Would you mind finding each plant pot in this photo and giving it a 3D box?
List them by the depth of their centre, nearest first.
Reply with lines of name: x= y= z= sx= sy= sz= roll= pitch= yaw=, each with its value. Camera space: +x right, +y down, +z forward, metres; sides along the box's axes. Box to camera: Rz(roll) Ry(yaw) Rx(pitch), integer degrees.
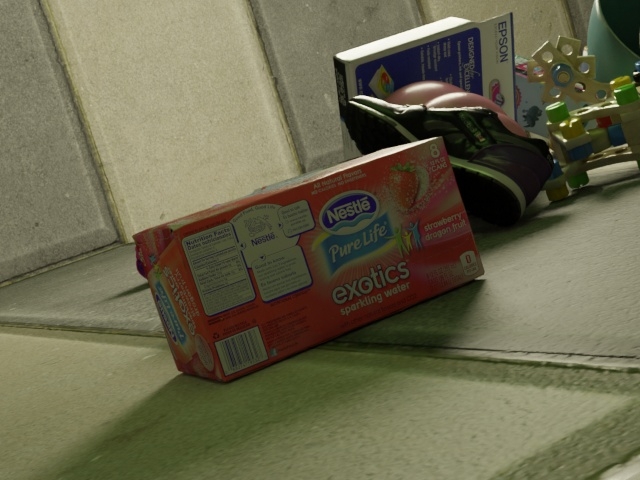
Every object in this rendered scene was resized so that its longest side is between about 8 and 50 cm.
plant pot: x=0.552 y=-0.283 z=1.833 sx=0.290 sy=0.290 sz=0.195 roll=-20 pitch=-30 yaw=-26

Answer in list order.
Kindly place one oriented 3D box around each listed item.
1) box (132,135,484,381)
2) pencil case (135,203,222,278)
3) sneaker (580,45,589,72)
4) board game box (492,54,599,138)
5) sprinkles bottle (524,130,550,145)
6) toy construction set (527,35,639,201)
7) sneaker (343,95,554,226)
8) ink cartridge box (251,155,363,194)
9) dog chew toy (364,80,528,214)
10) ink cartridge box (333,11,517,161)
box: x=-0.012 y=0.013 z=1.126 sx=0.300 sy=0.154 sz=0.142 roll=-21 pitch=7 yaw=-24
pencil case: x=-0.248 y=0.002 z=2.159 sx=0.104 sy=0.104 sz=0.236 roll=-13 pitch=7 yaw=39
sneaker: x=0.677 y=-0.306 z=2.398 sx=0.282 sy=0.153 sz=0.099 roll=20 pitch=21 yaw=24
board game box: x=0.391 y=-0.274 z=2.121 sx=0.303 sy=0.097 sz=0.224 roll=22 pitch=20 yaw=18
sprinkles bottle: x=0.298 y=-0.204 z=2.345 sx=0.356 sy=0.121 sz=0.121 roll=-17 pitch=6 yaw=8
toy construction set: x=0.395 y=-0.181 z=1.605 sx=0.215 sy=0.151 sz=0.327 roll=-20 pitch=30 yaw=15
sneaker: x=0.168 y=-0.127 z=1.483 sx=0.283 sy=0.107 sz=0.124 roll=30 pitch=60 yaw=22
ink cartridge box: x=-0.001 y=-0.037 z=1.657 sx=0.176 sy=0.127 sz=0.128 roll=-17 pitch=7 yaw=3
dog chew toy: x=0.195 y=-0.129 z=1.660 sx=0.207 sy=0.206 sz=0.332 roll=-19 pitch=14 yaw=-16
ink cartridge box: x=0.180 y=-0.203 z=1.875 sx=0.307 sy=0.303 sz=0.072 roll=-21 pitch=33 yaw=-22
